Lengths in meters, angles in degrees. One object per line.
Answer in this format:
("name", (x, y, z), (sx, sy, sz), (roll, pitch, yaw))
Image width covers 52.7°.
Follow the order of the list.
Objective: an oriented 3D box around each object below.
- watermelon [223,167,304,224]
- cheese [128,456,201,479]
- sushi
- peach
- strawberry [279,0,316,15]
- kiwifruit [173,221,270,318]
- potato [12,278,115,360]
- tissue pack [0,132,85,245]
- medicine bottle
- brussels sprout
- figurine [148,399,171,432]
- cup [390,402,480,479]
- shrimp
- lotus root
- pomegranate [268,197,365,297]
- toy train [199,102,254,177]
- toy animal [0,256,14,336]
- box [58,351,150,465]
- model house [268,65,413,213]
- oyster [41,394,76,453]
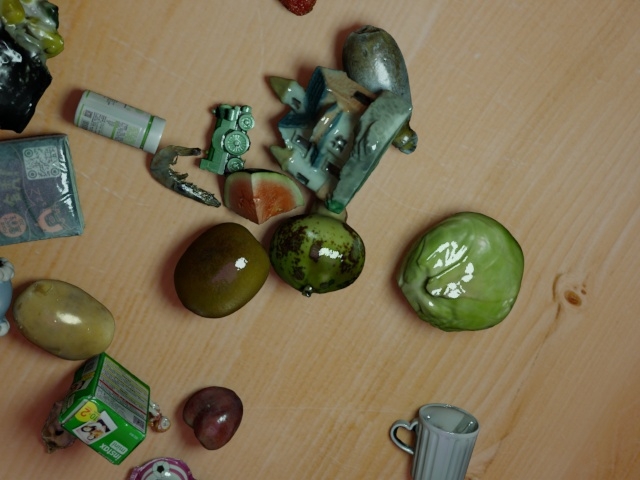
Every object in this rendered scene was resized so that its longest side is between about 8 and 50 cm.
("watermelon", (-0.127, -0.116, 1.517), (0.145, 0.193, 0.137), (-27, 86, -30))
("cheese", (-0.375, 0.642, 1.670), (0.244, 0.062, 0.155), (26, 93, -19))
("sushi", (-0.633, -0.402, 1.237), (0.329, 0.328, 0.285), (44, 78, -18))
("peach", (-0.263, 0.434, 1.617), (0.152, 0.152, 0.152), (-3, 103, -14))
("strawberry", (-0.050, -0.566, 1.473), (0.106, 0.106, 0.106), (-3, 103, -14))
("kiwifruit", (-0.235, 0.074, 1.514), (0.234, 0.196, 0.196), (-41, 109, 1))
("potato", (-0.588, 0.188, 1.480), (0.234, 0.146, 0.150), (36, 124, -19))
("tissue pack", (-0.693, -0.102, 1.397), (0.316, 0.103, 0.227), (-9, 103, -14))
("medicine bottle", (-0.445, -0.263, 1.436), (0.183, 0.086, 0.086), (20, 96, -18))
("brussels sprout", (0.367, 0.086, 1.655), (0.328, 0.247, 0.327), (0, 95, 0))
("figurine", (-0.414, 0.437, 1.618), (0.047, 0.064, 0.109), (-13, 122, 12))
("cup", (0.320, 0.573, 1.812), (0.167, 0.221, 0.202), (-6, 110, -49))
("shrimp", (-0.293, -0.152, 1.492), (0.195, 0.035, 0.148), (30, 129, -21))
("lotus root", (0.142, -0.346, 1.540), (0.140, 0.158, 0.322), (-18, 114, 0))
("pomegranate", (0.007, -0.003, 1.552), (0.222, 0.204, 0.276), (24, 95, -18))
("toy train", (-0.215, -0.235, 1.515), (0.105, 0.071, 0.178), (14, 100, -7))
("toy animal", (-0.746, 0.132, 1.387), (0.156, 0.208, 0.204), (3, 99, -23))
("box", (-0.488, 0.376, 1.481), (0.103, 0.250, 0.180), (-43, 110, 4))
("model house", (-0.009, -0.261, 1.470), (0.325, 0.267, 0.194), (37, 47, 4))
("oyster", (-0.616, 0.447, 1.570), (0.122, 0.045, 0.146), (-7, 97, -10))
